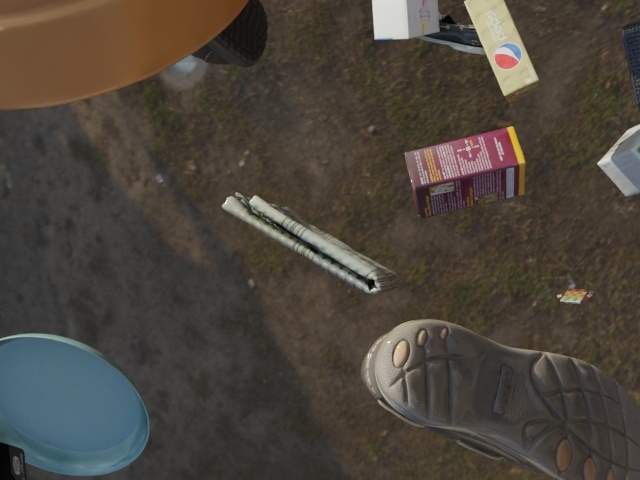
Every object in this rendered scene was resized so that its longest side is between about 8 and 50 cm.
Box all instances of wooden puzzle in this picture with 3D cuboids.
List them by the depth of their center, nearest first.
[{"bbox_3d":[0.588,0.129,1.749,0.083,0.049,0.006,0,121,46],"label":"wooden puzzle"}]

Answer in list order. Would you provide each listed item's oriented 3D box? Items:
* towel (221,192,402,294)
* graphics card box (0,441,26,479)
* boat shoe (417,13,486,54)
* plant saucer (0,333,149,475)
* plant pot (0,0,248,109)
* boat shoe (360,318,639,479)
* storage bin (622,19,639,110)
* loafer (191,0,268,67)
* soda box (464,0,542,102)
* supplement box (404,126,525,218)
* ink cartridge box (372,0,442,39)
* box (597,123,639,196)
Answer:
[{"bbox_3d":[0.000,0.000,1.411,0.324,0.312,0.056,29,96,12],"label":"towel"},{"bbox_3d":[-0.506,0.347,0.943,0.094,0.371,0.233,-23,61,7],"label":"graphics card box"},{"bbox_3d":[0.289,-0.482,1.733,0.228,0.081,0.068,26,115,34],"label":"boat shoe"},{"bbox_3d":[-0.435,0.271,1.265,0.318,0.043,0.317,3,122,5],"label":"plant saucer"},{"bbox_3d":[-0.202,-0.260,0.526,0.291,0.291,0.203,21,146,25],"label":"plant pot"},{"bbox_3d":[0.205,0.178,0.842,0.355,0.132,0.130,26,163,-15],"label":"boat shoe"},{"bbox_3d":[0.698,-0.374,1.582,0.084,0.122,0.180,-10,103,34],"label":"storage bin"},{"bbox_3d":[-0.216,-0.317,0.909,0.130,0.134,0.366,0,156,35],"label":"loafer"},{"bbox_3d":[0.305,-0.327,1.263,0.061,0.058,0.181,-24,80,20],"label":"soda box"},{"bbox_3d":[0.248,-0.114,1.298,0.188,0.081,0.104,-13,149,7],"label":"supplement box"},{"bbox_3d":[0.195,-0.497,1.669,0.092,0.143,0.090,10,115,40],"label":"ink cartridge box"},{"bbox_3d":[0.576,-0.149,1.346,0.087,0.101,0.102,47,163,-5],"label":"box"}]
